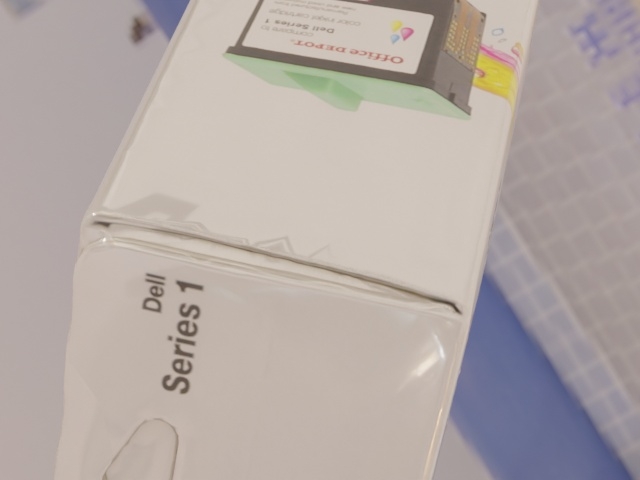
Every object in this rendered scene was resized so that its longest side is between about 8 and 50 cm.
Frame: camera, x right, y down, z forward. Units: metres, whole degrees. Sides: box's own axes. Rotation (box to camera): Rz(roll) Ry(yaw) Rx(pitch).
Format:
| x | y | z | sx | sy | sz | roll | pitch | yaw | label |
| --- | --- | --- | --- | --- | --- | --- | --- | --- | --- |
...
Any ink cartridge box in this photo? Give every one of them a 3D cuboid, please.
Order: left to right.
| x | y | z | sx | sy | sz | roll | pitch | yaw | label |
| --- | --- | --- | --- | --- | --- | --- | --- | --- | --- |
| 0.000 | 0.000 | 0.706 | 0.278 | 0.117 | 0.201 | -72 | -6 | -51 | ink cartridge box |
